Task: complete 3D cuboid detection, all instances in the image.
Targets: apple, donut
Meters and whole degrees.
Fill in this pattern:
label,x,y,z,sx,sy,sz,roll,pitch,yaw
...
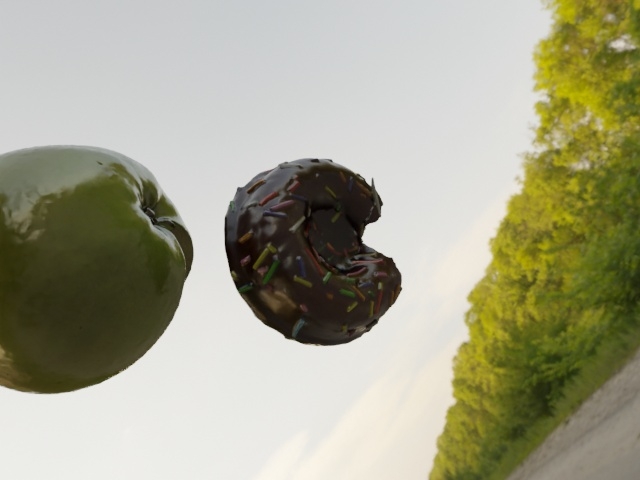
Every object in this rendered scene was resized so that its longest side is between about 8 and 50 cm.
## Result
label,x,y,z,sx,sy,sz,roll,pitch,yaw
apple,-0.289,0.027,0.665,0.254,0.291,0.292,-30,-25,4
donut,0.000,0.001,0.660,0.096,0.216,0.230,-30,46,48
